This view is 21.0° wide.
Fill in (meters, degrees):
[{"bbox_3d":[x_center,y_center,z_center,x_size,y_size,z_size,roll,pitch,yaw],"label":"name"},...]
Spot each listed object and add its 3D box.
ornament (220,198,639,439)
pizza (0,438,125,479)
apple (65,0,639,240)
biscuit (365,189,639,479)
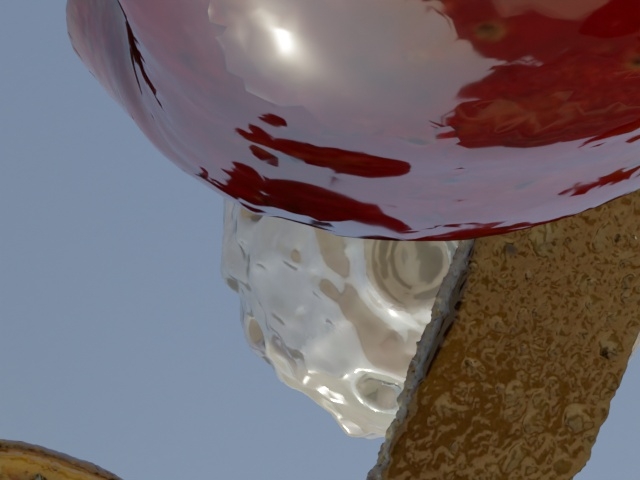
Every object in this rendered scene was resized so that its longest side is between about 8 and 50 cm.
[{"bbox_3d":[0.086,-0.016,1.258,0.337,0.337,0.337,9,-105,-34],"label":"ornament"},{"bbox_3d":[-0.221,0.271,1.366,0.288,0.074,0.251,-26,-117,-37],"label":"pizza"},{"bbox_3d":[0.073,-0.165,0.477,0.365,0.329,0.295,-34,-79,-21],"label":"apple"},{"bbox_3d":[0.116,0.063,0.975,0.131,0.025,0.231,25,-95,-24],"label":"biscuit"}]
